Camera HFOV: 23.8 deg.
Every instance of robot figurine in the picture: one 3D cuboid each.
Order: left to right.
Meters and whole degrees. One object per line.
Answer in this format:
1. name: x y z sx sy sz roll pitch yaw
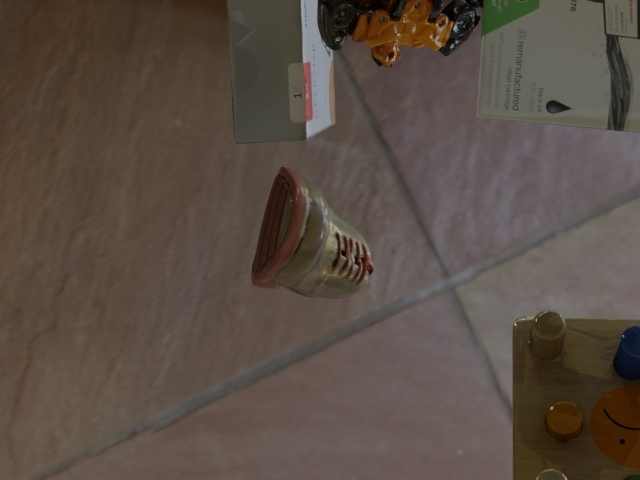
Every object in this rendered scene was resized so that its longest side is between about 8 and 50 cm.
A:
1. robot figurine: 0.096 -0.299 1.409 0.211 0.291 0.085 -1 34 -34

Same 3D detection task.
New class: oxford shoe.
1. oxford shoe: 0.000 0.000 1.633 0.130 0.348 0.123 15 86 -1

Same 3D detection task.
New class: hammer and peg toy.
1. hammer and peg toy: 0.380 0.193 1.577 0.362 0.127 0.265 1 58 4

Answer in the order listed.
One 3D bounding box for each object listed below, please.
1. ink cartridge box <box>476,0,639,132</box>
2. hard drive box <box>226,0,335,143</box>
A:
1. ink cartridge box: 0.259 -0.183 1.357 0.092 0.220 0.160 -45 139 -68
2. hard drive box: -0.044 -0.216 1.826 0.089 0.232 0.181 -1 100 9
